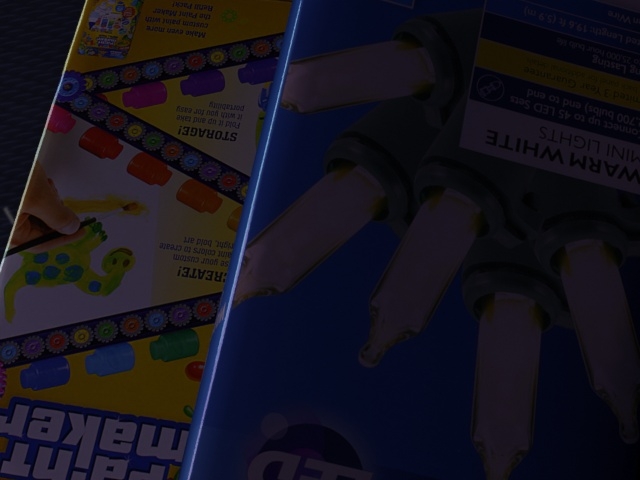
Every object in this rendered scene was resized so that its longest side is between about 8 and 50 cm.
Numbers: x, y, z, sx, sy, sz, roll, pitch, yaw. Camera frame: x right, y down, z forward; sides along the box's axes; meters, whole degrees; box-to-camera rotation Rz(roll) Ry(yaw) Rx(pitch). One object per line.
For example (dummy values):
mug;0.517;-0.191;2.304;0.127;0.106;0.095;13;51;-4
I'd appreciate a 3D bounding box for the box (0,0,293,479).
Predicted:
box;-0.052;0.059;0.677;0.290;0.177;0.279;82;-163;-64

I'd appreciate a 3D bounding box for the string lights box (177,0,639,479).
string lights box;0.036;0.015;0.396;0.077;0.133;0.260;119;164;-69
